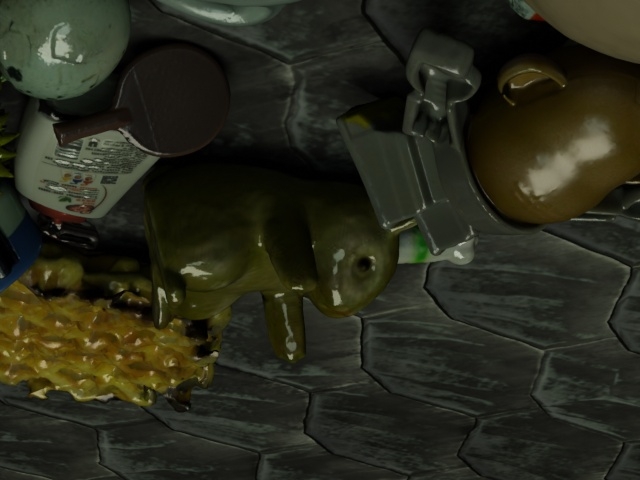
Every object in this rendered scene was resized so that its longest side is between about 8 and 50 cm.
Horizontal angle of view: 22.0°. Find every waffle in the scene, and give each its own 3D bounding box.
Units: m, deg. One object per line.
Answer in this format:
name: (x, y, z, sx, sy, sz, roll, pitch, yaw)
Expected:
waffle: (-0.301, 0.104, 1.962, 0.379, 0.095, 0.382, 11, 152, -14)

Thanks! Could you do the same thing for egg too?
egg: (-0.231, -0.180, 1.411, 0.131, 0.131, 0.164, 12, 151, -17)

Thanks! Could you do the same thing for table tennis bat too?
table tennis bat: (-0.149, -0.109, 1.484, 0.170, 0.119, 0.107, -19, 110, -13)

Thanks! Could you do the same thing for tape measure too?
tape measure: (-0.424, 0.008, 1.748, 0.215, 0.351, 0.098, -33, 114, -14)

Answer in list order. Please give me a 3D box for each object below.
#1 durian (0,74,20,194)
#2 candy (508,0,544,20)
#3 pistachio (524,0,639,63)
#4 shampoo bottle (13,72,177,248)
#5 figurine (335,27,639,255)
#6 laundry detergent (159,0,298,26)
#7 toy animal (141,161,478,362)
durian: (-0.461, -0.091, 1.567, 0.355, 0.157, 0.169, 6, 139, -2)
candy: (0.236, -0.218, 1.363, 0.292, 0.086, 0.059, 4, 140, -3)
pistachio: (0.308, -0.260, 1.119, 0.365, 0.281, 0.445, 5, 166, -22)
shampoo bottle: (-0.240, -0.073, 1.666, 0.153, 0.071, 0.284, 8, 153, -17)
figurine: (0.188, -0.089, 1.511, 0.342, 0.167, 0.285, 1, 167, -42)
laundry detergent: (-0.074, -0.247, 1.310, 0.280, 0.105, 0.215, 17, 146, -27)
toy animal: (-0.008, 0.017, 1.691, 0.363, 0.180, 0.181, 5, 158, -3)
